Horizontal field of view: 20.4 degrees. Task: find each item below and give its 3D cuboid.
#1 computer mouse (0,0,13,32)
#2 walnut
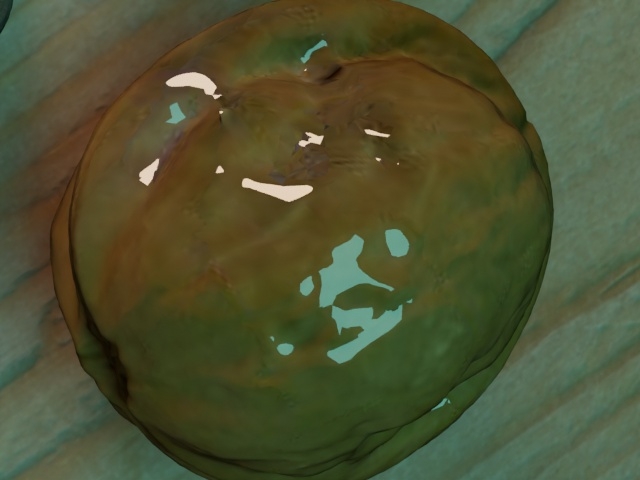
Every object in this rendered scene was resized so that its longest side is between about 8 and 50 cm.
[{"bbox_3d":[-0.281,-0.247,1.300,0.113,0.068,0.229,-14,104,-52],"label":"computer mouse"},{"bbox_3d":[-0.014,0.005,1.327,0.383,0.383,0.383,-5,102,-25],"label":"walnut"}]
